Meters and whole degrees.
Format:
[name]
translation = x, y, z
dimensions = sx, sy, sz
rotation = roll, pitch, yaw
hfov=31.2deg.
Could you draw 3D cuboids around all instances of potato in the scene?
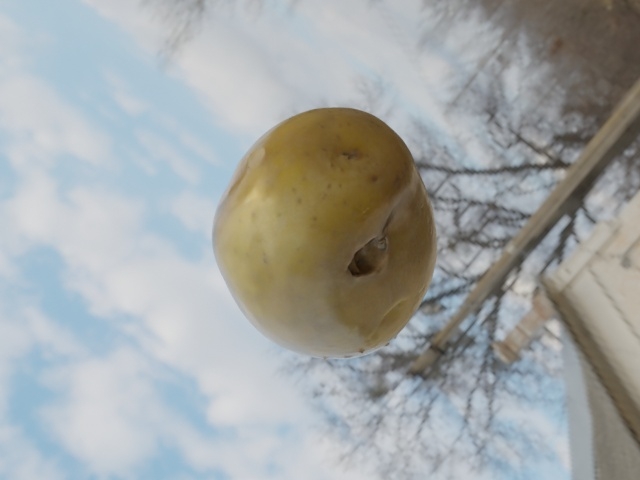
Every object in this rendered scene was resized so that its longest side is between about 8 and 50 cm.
[potato]
translation = 0.000, 0.000, 0.817
dimensions = 0.146, 0.150, 0.234
rotation = 9, 149, 21
